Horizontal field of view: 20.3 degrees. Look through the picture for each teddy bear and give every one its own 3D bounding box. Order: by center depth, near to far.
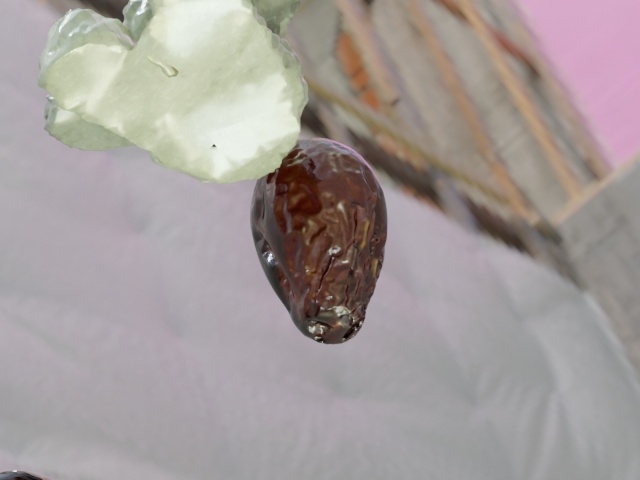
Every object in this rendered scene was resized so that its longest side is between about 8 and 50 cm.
[{"bbox_3d":[-0.167,-0.231,1.896,0.375,0.327,0.362,45,-170,-46],"label":"teddy bear"}]

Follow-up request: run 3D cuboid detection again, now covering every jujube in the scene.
[{"bbox_3d":[0.000,0.000,2.044,0.168,0.168,0.236,26,-131,-45],"label":"jujube"}]

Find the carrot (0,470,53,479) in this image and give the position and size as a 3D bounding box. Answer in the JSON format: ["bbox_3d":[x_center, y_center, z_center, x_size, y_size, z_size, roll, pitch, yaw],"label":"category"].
[{"bbox_3d":[-0.279,0.364,1.776,0.224,0.224,0.340,60,169,27],"label":"carrot"}]
